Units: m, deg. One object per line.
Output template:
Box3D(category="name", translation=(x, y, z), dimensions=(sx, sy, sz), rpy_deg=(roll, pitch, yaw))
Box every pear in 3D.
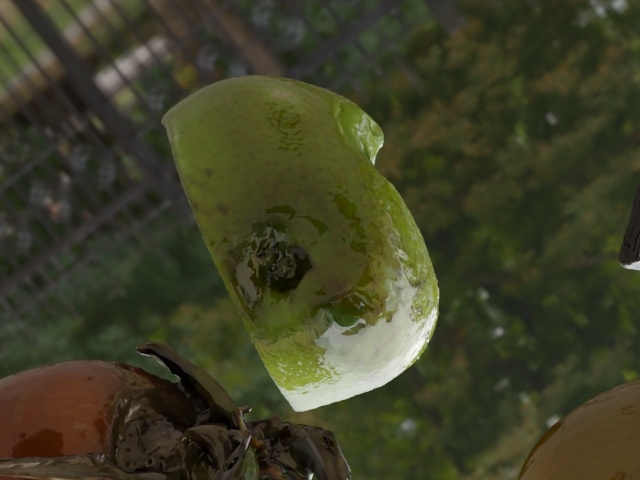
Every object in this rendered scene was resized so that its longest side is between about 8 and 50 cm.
Box3D(category="pear", translation=(0.000, 0.000, 1.477), dimensions=(0.176, 0.286, 0.282), rpy_deg=(-26, -163, 3))

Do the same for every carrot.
Box3D(category="carrot", translation=(-0.130, 0.158, 0.838), dimensions=(0.331, 0.214, 0.193), rpy_deg=(-24, -156, 16))

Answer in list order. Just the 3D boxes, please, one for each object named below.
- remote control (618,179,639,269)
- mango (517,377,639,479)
Box3D(category="remote control", translation=(0.300, 0.007, 1.147), dimensions=(0.025, 0.245, 0.063), rpy_deg=(34, -68, 59))
Box3D(category="mango", translation=(0.273, 0.153, 1.021), dimensions=(0.332, 0.142, 0.195), rpy_deg=(-8, -144, 14))
